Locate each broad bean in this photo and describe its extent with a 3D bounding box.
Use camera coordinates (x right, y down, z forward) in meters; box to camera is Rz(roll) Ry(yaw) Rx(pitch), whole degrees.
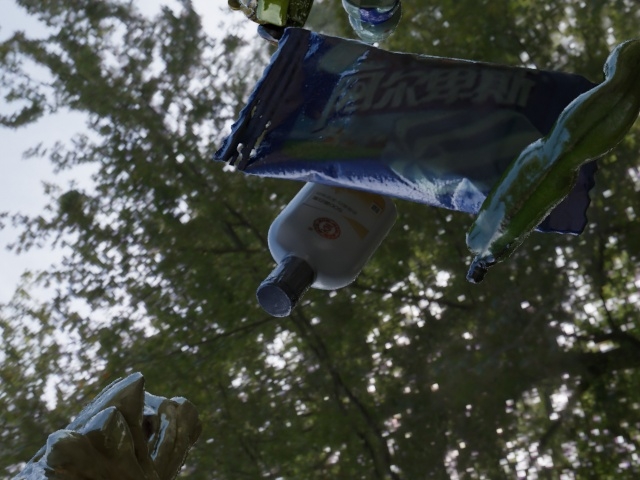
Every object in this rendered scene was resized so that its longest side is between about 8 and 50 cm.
[{"bbox_3d":[0.168,-0.054,0.641,0.048,0.213,0.070,37,-159,0],"label":"broad bean"}]

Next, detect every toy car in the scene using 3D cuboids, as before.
[{"bbox_3d":[-0.072,-0.398,1.300,0.143,0.248,0.200,20,-82,2],"label":"toy car"}]

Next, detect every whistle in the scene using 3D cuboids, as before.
[{"bbox_3d":[0.087,-0.393,1.420,0.092,0.244,0.110,22,-103,13],"label":"whistle"}]

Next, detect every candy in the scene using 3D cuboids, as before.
[{"bbox_3d":[0.087,-0.107,0.801,0.331,0.077,0.187,12,-121,16],"label":"candy"}]

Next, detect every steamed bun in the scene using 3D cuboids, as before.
[{"bbox_3d":[-0.292,0.301,1.078,0.189,0.247,0.428,57,-134,-16],"label":"steamed bun"}]

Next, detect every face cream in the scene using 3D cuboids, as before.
[{"bbox_3d":[0.000,0.000,1.227,0.144,0.071,0.291,33,-137,7],"label":"face cream"}]
